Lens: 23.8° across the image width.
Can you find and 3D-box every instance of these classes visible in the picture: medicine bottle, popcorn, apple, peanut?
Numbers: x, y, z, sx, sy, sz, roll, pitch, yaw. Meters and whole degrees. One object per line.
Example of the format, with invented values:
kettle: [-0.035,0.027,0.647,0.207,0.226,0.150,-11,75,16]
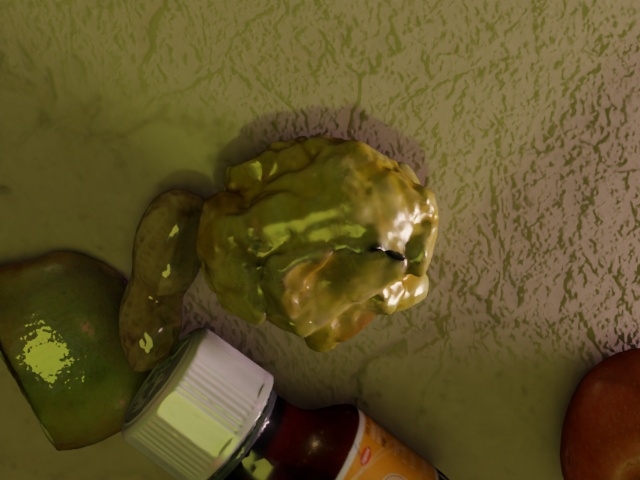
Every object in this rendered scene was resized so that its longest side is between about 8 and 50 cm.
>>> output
medicine bottle: [-0.050,0.287,1.851,0.395,0.242,0.242,33,104,-10]
popcorn: [0.000,0.000,1.779,0.286,0.215,0.252,-16,100,1]
apple: [-0.297,0.134,1.872,0.193,0.120,0.265,-24,109,-4]
peanut: [-0.192,0.049,1.830,0.085,0.104,0.228,15,91,-16]
apple: [0.422,0.267,1.862,0.251,0.206,0.272,-18,108,9]
